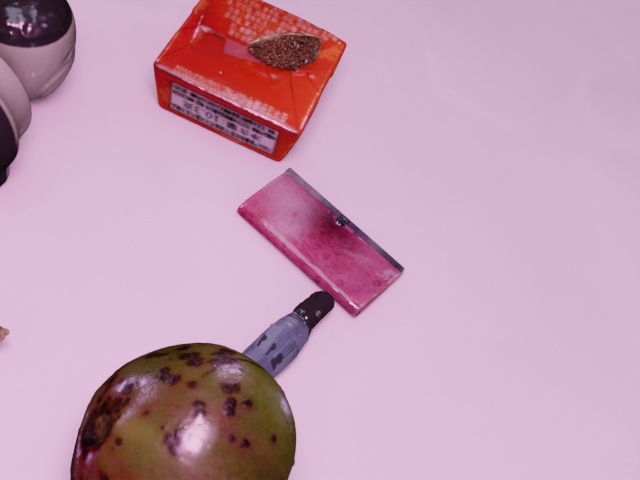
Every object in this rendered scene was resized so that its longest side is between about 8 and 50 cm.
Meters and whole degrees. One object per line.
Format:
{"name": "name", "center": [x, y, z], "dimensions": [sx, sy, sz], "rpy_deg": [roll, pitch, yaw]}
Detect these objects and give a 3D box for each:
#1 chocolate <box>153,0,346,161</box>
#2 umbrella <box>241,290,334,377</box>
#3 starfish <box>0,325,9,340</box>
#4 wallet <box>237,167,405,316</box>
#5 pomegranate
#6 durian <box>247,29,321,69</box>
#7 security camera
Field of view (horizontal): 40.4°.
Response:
{"name": "chocolate", "center": [-0.110, -0.257, 1.334], "dimensions": [0.237, 0.108, 0.235], "rpy_deg": [25, 51, -3]}
{"name": "umbrella", "center": [-0.065, 0.146, 1.102], "dimensions": [0.053, 0.052, 0.250], "rpy_deg": [42, 54, 12]}
{"name": "starfish", "center": [-0.477, 0.074, 1.010], "dimensions": [0.231, 0.048, 0.295], "rpy_deg": [35, 50, 19]}
{"name": "wallet", "center": [0.000, 0.000, 1.245], "dimensions": [0.232, 0.025, 0.119], "rpy_deg": [41, 54, 12]}
{"name": "pomegranate", "center": [-0.104, 0.237, 0.918], "dimensions": [0.306, 0.242, 0.242], "rpy_deg": [19, 52, -15]}
{"name": "durian", "center": [-0.046, -0.284, 1.295], "dimensions": [0.130, 0.052, 0.066], "rpy_deg": [-13, 24, -30]}
{"name": "security camera", "center": [-0.431, -0.233, 1.150], "dimensions": [0.197, 0.191, 0.277], "rpy_deg": [27, 51, 1]}
